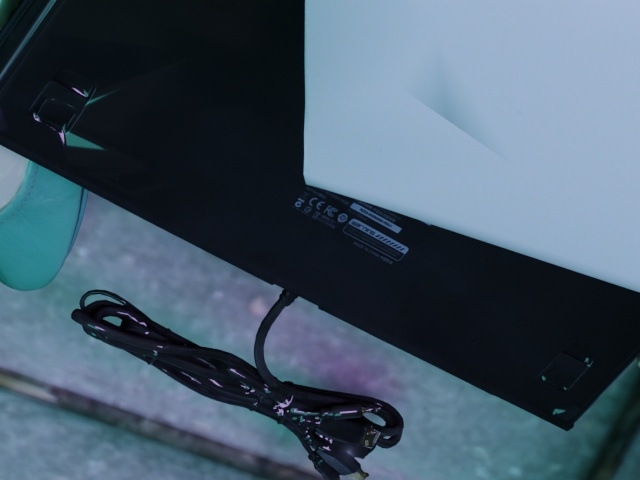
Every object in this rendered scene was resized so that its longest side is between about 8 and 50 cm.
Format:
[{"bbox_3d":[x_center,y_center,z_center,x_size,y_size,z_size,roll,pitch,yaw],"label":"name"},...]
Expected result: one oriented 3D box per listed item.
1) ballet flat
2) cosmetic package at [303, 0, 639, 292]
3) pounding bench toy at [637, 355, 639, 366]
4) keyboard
[{"bbox_3d":[-0.137,-0.080,0.675,0.083,0.087,0.247,25,121,23],"label":"ballet flat"},{"bbox_3d":[0.201,-0.117,0.417,0.284,0.377,0.097,21,138,16],"label":"cosmetic package"},{"bbox_3d":[0.188,0.062,0.732,0.083,0.065,0.052,-39,108,23],"label":"pounding bench toy"},{"bbox_3d":[0.000,0.000,0.695,0.317,0.033,0.201,29,113,-26],"label":"keyboard"}]
